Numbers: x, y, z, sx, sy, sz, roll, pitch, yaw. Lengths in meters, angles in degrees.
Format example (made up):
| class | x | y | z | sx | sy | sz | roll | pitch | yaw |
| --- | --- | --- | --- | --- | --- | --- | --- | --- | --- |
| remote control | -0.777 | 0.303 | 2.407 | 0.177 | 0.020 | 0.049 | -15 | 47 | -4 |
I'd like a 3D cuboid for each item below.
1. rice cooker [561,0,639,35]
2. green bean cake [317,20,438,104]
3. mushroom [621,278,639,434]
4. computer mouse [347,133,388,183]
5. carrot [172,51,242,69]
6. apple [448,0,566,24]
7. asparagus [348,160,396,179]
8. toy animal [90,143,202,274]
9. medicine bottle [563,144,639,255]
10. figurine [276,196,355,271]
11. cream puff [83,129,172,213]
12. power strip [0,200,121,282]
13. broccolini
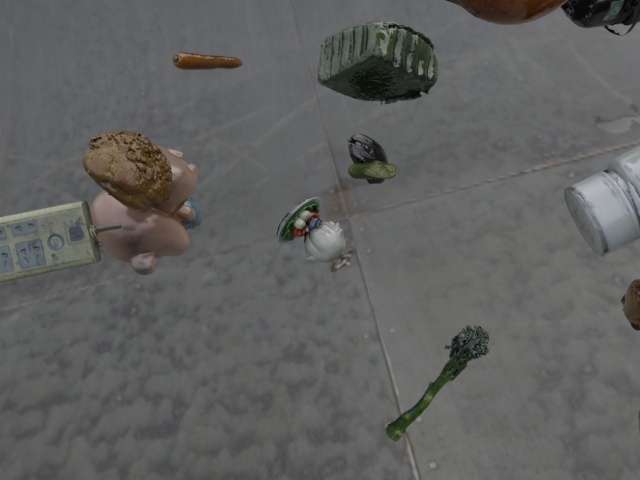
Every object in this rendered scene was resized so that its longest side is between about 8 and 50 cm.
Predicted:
| class | x | y | z | sx | sy | sz | roll | pitch | yaw |
| --- | --- | --- | --- | --- | --- | --- | --- | --- | --- |
| rice cooker | 0.441 | -0.419 | 1.006 | 0.118 | 0.142 | 0.203 | -16 | 57 | -6 |
| green bean cake | 0.134 | -0.393 | 1.419 | 0.227 | 0.222 | 0.125 | 3 | 83 | 46 |
| mushroom | 0.549 | 0.164 | 0.882 | 0.259 | 0.345 | 0.345 | 33 | 54 | 13 |
| computer mouse | 0.132 | -0.212 | 1.641 | 0.057 | 0.172 | 0.099 | -8 | 55 | 39 |
| carrot | -0.286 | -0.462 | 1.648 | 0.043 | 0.043 | 0.248 | 13 | 19 | 33 |
| apple | 0.188 | -0.315 | 0.665 | 0.201 | 0.162 | 0.201 | 6 | 25 | -3 |
| asparagus | 0.119 | -0.162 | 1.481 | 0.041 | 0.045 | 0.178 | -42 | 19 | -14 |
| toy animal | -0.351 | -0.076 | 1.289 | 0.229 | 0.221 | 0.210 | -30 | 48 | -32 |
| medicine bottle | 0.524 | -0.085 | 0.980 | 0.258 | 0.143 | 0.143 | -26 | 36 | 9 |
| figurine | 0.000 | 0.000 | 1.336 | 0.154 | 0.132 | 0.132 | 43 | 61 | 16 |
| cream puff | -0.332 | -0.130 | 1.121 | 0.115 | 0.165 | 0.150 | -53 | 26 | 5 |
| power strip | -0.417 | 0.005 | 0.914 | 0.268 | 0.092 | 0.034 | -11 | 4 | -1 |
| broccolini | 0.173 | 0.226 | 1.007 | 0.071 | 0.254 | 0.057 | -2 | 47 | -53 |
